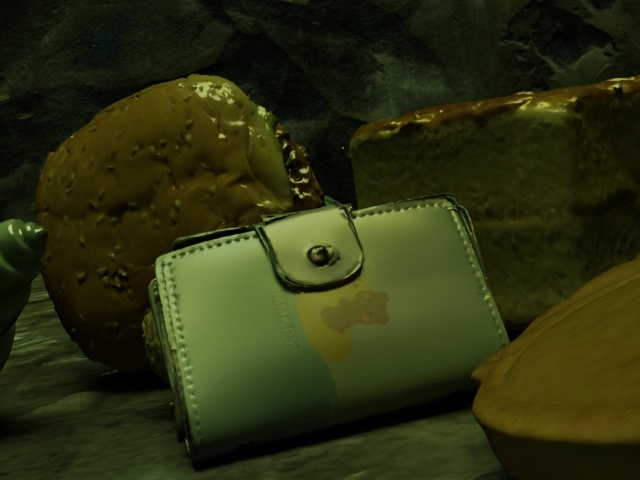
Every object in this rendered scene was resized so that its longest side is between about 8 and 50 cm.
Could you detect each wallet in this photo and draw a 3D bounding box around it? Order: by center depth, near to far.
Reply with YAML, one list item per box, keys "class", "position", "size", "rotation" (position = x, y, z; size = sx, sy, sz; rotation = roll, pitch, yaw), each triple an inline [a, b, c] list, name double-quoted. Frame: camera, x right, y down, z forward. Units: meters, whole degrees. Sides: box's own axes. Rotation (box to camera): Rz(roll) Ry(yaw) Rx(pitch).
- class: "wallet"
  position: [0.004, 0.054, 0.652]
  size: [0.231, 0.170, 0.069]
  rotation: [-11, -30, -10]

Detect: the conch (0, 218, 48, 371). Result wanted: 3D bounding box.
- class: "conch"
  position: [-0.379, 0.080, 0.800]
  size: [0.368, 0.197, 0.249]
  rotation: [-1, -13, 20]

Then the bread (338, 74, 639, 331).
- class: "bread"
  position: [0.213, -0.039, 0.894]
  size: [0.279, 0.207, 0.279]
  rotation: [-11, 4, -36]

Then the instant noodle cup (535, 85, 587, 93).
- class: "instant noodle cup"
  position: [0.326, -0.098, 1.301]
  size: [0.193, 0.212, 0.193]
  rotation: [-10, 5, 1]

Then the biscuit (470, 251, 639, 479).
- class: "biscuit"
  position: [0.227, 0.026, 0.472]
  size: [0.351, 0.057, 0.312]
  rotation: [-26, 4, -43]

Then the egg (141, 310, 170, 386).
- class: "egg"
  position: [-0.071, 0.070, 0.738]
  size: [0.140, 0.116, 0.118]
  rotation: [-6, 28, -2]

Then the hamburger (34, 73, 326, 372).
- class: "hamburger"
  position: [-0.133, -0.015, 0.873]
  size: [0.283, 0.259, 0.144]
  rotation: [-28, -21, 17]

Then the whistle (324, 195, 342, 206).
- class: "whistle"
  position: [0.000, 0.000, 0.989]
  size: [0.290, 0.163, 0.163]
  rotation: [-46, 21, -23]
